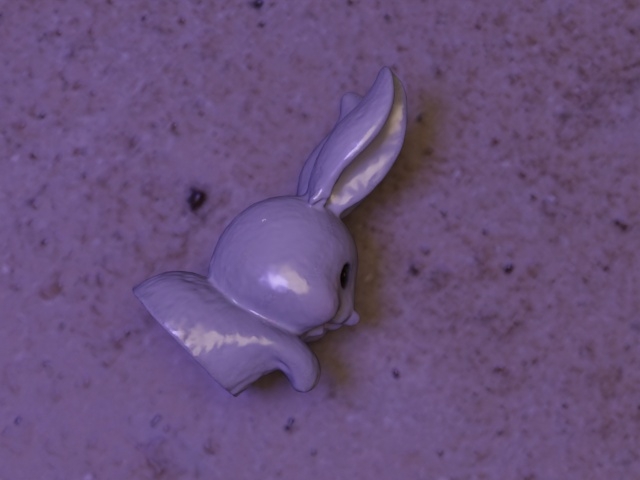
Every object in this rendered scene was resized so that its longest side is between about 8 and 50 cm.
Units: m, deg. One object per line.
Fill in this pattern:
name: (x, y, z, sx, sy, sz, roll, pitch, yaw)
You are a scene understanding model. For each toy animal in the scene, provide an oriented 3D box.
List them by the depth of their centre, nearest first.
toy animal: (-0.002, 0.002, 1.098, 0.131, 0.104, 0.221, 44, 82, 8)
